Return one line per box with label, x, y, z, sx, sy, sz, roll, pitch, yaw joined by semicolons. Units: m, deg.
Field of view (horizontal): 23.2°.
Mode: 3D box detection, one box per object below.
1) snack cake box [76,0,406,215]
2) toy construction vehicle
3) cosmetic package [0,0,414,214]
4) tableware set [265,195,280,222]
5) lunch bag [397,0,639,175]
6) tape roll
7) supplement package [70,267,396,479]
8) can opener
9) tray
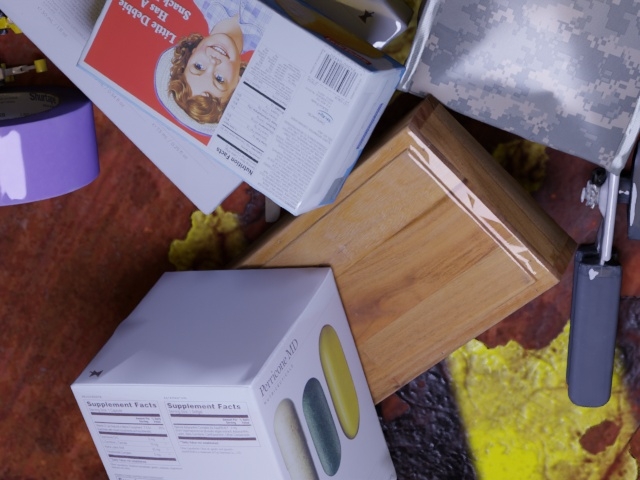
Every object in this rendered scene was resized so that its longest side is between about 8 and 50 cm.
snack cake box;-0.075;-0.159;1.425;0.264;0.089;0.152;35;112;16
toy construction vehicle;-0.339;-0.203;1.622;0.098;0.035;0.086;-13;95;9
cosmetic package;-0.138;-0.258;1.538;0.284;0.097;0.377;-41;98;20
tableware set;0.000;0.000;1.635;0.128;0.039;0.194;2;109;7
lunch bag;0.226;-0.246;1.454;0.235;0.169;0.287;21;115;2
tape roll;-0.320;-0.098;1.568;0.189;0.189;0.080;-2;108;9
supplement package;-0.076;0.189;1.525;0.198;0.199;0.263;-2;121;28
can opener;0.298;0.036;1.588;0.093;0.074;0.280;8;109;5
tray;0.035;0.052;1.555;0.203;0.076;0.411;45;130;-8
